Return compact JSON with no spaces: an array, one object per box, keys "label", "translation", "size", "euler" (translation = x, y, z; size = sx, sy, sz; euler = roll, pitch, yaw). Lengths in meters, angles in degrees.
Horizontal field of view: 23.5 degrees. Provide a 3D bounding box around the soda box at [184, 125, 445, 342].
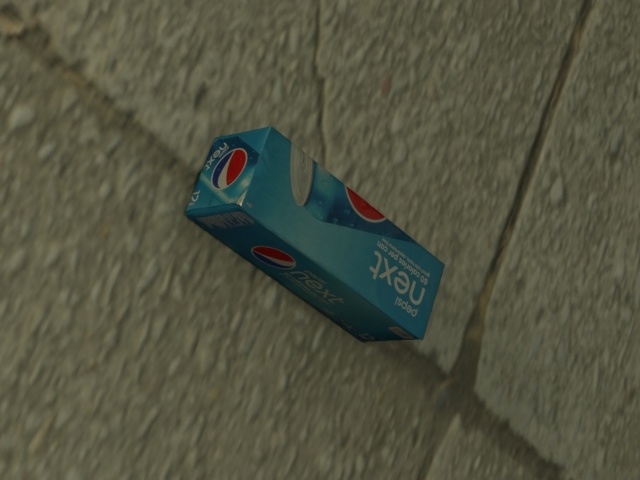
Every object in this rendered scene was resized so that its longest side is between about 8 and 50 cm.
[{"label":"soda box","translation":[0.000,0.000,1.172],"size":[0.210,0.067,0.071],"euler":[37,61,-35]}]
